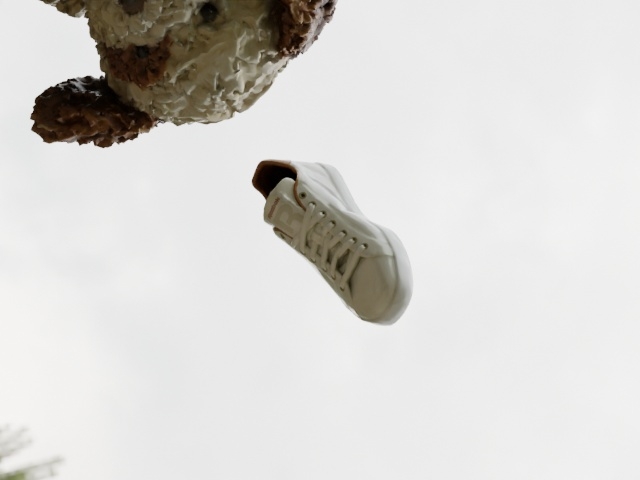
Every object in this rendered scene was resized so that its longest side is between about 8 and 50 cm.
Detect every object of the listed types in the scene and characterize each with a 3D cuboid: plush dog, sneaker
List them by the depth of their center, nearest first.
[{"bbox_3d":[-0.107,-0.179,0.948,0.262,0.210,0.225,-28,-93,22],"label":"plush dog"},{"bbox_3d":[0.000,0.000,1.711,0.290,0.123,0.106,51,-58,48],"label":"sneaker"}]
